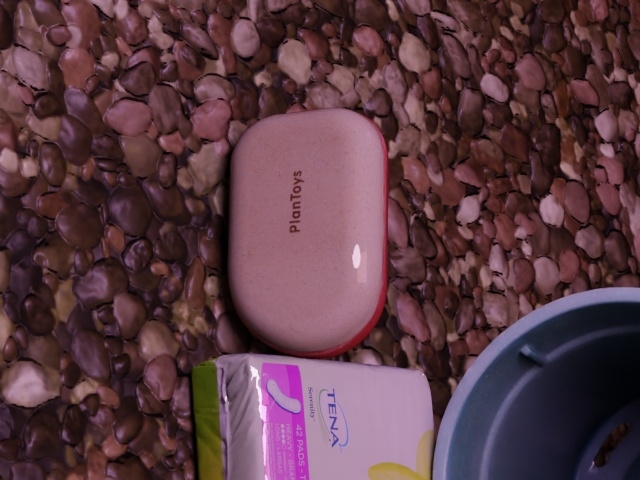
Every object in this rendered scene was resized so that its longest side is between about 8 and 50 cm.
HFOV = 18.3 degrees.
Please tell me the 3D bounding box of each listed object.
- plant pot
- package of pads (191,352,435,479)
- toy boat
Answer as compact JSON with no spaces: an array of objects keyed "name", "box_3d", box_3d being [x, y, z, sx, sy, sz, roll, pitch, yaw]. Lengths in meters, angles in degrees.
[{"name":"plant pot","box_3d":[0.316,0.239,1.885,0.334,0.341,0.341,29,53,-67]},{"name":"package of pads","box_3d":[0.006,0.253,1.772,0.229,0.101,0.296,8,71,-41]},{"name":"toy boat","box_3d":[0.000,0.000,1.845,0.151,0.151,0.231,45,43,-63]}]
